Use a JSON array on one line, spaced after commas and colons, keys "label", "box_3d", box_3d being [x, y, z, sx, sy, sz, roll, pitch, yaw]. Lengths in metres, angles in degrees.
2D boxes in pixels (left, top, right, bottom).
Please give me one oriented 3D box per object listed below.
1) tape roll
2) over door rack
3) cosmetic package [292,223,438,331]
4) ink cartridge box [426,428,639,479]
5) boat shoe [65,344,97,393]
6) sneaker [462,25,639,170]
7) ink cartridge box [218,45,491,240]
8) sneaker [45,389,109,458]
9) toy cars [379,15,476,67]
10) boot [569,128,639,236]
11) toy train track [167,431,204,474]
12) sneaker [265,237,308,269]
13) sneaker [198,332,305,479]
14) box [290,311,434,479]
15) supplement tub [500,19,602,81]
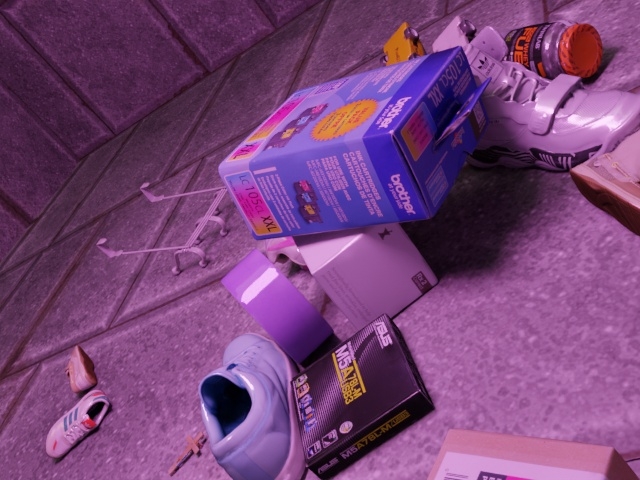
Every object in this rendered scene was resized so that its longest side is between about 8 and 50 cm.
[{"label": "tape roll", "box_3d": [-0.070, 0.107, 1.176, 0.080, 0.189, 0.189, -44, 26, -6]}, {"label": "over door rack", "box_3d": [-0.372, -0.035, 1.863, 0.324, 0.108, 0.240, 4, 47, 27]}, {"label": "cosmetic package", "box_3d": [0.065, 0.023, 1.168, 0.151, 0.151, 0.184, -37, 25, 3]}, {"label": "ink cartridge box", "box_3d": [0.171, 0.301, 0.667, 0.193, 0.088, 0.235, -10, 38, 48]}, {"label": "boat shoe", "box_3d": [-0.565, 0.299, 1.680, 0.059, 0.063, 0.170, -38, 26, -8]}, {"label": "sneaker", "box_3d": [0.323, -0.226, 1.147, 0.137, 0.210, 0.365, -52, 28, -21]}, {"label": "ink cartridge box", "box_3d": [0.079, -0.150, 1.107, 0.395, 0.151, 0.270, -5, 35, 37]}, {"label": "sneaker", "box_3d": [-0.492, 0.375, 1.470, 0.161, 0.057, 0.075, -48, 21, -22]}, {"label": "toy cars", "box_3d": [0.235, -0.351, 1.455, 0.177, 0.087, 0.393, -67, 26, 3]}, {"label": "boot", "box_3d": [0.441, -0.092, 0.935, 0.165, 0.077, 0.213, -36, 23, 6]}, {"label": "toy train track", "box_3d": [-0.219, 0.353, 1.192, 0.083, 0.014, 0.048, -50, 34, -6]}, {"label": "sneaker", "box_3d": [0.000, 0.000, 1.368, 0.252, 0.103, 0.111, -2, 86, 32]}, {"label": "sneaker", "box_3d": [-0.115, 0.222, 1.100, 0.135, 0.150, 0.366, -38, 26, 2]}, {"label": "box", "box_3d": [0.050, 0.213, 1.015, 0.184, 0.045, 0.191, -38, 27, 11]}, {"label": "supplement tub", "box_3d": [0.405, -0.336, 1.315, 0.117, 0.117, 0.190, -49, 27, -17]}]
